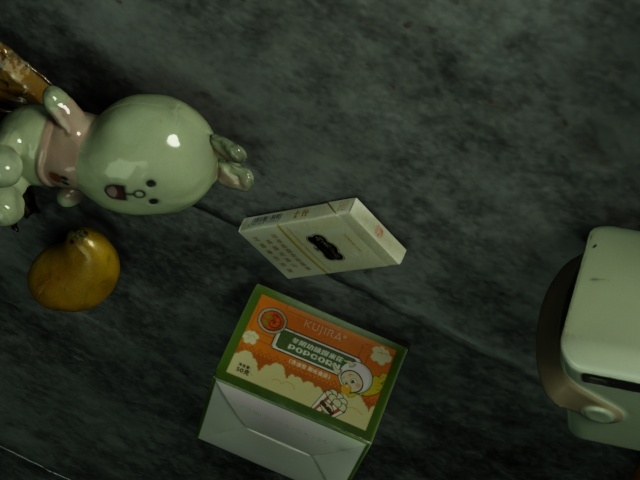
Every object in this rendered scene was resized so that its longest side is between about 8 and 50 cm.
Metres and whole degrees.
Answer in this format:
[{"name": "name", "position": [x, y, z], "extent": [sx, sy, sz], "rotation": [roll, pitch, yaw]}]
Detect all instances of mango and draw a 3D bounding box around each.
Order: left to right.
[{"name": "mango", "position": [-0.296, 0.038, 1.717], "extent": [0.098, 0.075, 0.190], "rotation": [28, 144, -18]}]

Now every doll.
[{"name": "doll", "position": [-0.205, -0.089, 1.396], "extent": [0.275, 0.113, 0.154], "rotation": [-4, 138, 1]}]

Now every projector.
[{"name": "projector", "position": [0.320, 0.099, 1.281], "extent": [0.243, 0.163, 0.177], "rotation": [10, 150, 18]}]

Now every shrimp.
[{"name": "shrimp", "position": [-0.324, -0.123, 1.497], "extent": [0.178, 0.075, 0.289], "rotation": [4, 131, 27]}]

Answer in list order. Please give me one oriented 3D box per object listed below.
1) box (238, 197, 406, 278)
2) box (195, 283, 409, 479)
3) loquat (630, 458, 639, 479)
[{"name": "box", "position": [0.000, 0.000, 1.490], "extent": [0.167, 0.024, 0.090], "rotation": [-9, 136, 43]}, {"name": "box", "position": [-0.024, 0.177, 1.664], "extent": [0.195, 0.148, 0.177], "rotation": [23, 146, 3]}, {"name": "loquat", "position": [0.440, 0.304, 1.411], "extent": [0.284, 0.276, 0.276], "rotation": [24, 150, -5]}]
